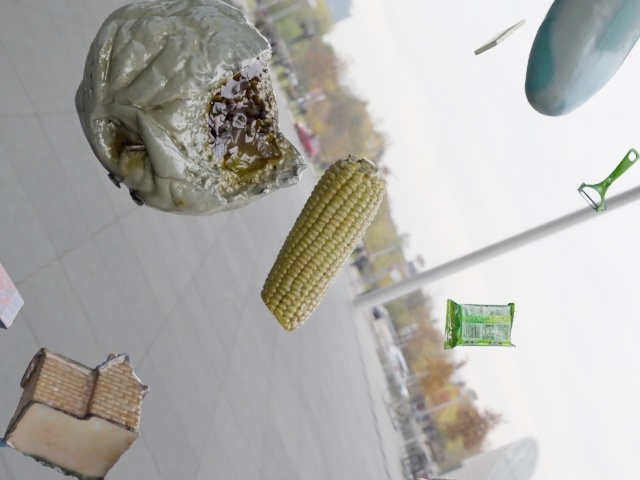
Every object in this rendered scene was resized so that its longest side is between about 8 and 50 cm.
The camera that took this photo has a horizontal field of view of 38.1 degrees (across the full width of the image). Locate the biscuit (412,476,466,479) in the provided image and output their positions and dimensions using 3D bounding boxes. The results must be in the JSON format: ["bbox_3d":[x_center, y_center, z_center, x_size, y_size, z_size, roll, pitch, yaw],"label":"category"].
[{"bbox_3d":[0.203,0.366,1.140,0.213,0.274,0.091,-28,111,-49],"label":"biscuit"}]

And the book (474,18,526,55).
[{"bbox_3d":[0.398,-0.452,2.057,0.014,0.111,0.077,56,-29,-10],"label":"book"}]

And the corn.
[{"bbox_3d":[0.000,0.000,1.892,0.144,0.387,0.144,33,1,0],"label":"corn"}]

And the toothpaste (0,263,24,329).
[{"bbox_3d":[-0.578,0.034,1.509,0.320,0.076,0.066,86,22,-54],"label":"toothpaste"}]

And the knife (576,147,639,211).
[{"bbox_3d":[0.633,-0.137,1.996,0.078,0.166,0.022,48,-9,-7],"label":"knife"}]

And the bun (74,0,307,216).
[{"bbox_3d":[-0.169,-0.145,1.084,0.281,0.205,0.281,35,-39,35],"label":"bun"}]

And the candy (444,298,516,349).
[{"bbox_3d":[0.328,0.172,1.900,0.032,0.178,0.102,-15,-107,59],"label":"candy"}]

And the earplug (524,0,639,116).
[{"bbox_3d":[0.433,-0.339,1.471,0.185,0.324,0.185,30,-1,1],"label":"earplug"}]

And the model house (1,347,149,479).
[{"bbox_3d":[-0.390,0.259,1.491,0.183,0.166,0.172,27,35,-22],"label":"model house"}]

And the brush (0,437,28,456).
[{"bbox_3d":[-0.642,0.417,1.908,0.051,0.164,0.014,-88,-174,-46],"label":"brush"}]
